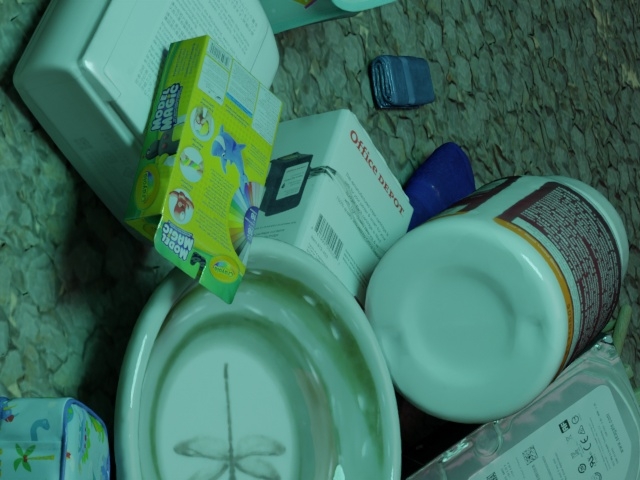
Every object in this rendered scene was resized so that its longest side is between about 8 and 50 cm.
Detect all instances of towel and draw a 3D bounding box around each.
[{"bbox_3d":[0.137,0.042,2.264,0.228,0.076,0.308,61,36,-15],"label":"towel"},{"bbox_3d":[0.101,-0.199,2.309,0.119,0.029,0.067,-7,87,-58],"label":"towel"}]

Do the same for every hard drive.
[{"bbox_3d":[0.248,0.289,2.199,0.339,0.064,0.237,-31,112,-20],"label":"hard drive"}]

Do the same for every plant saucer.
[{"bbox_3d":[-0.078,0.198,1.805,0.400,0.100,0.401,13,73,-49],"label":"plant saucer"}]

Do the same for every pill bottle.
[{"bbox_3d":[0.216,0.050,2.084,0.392,0.224,0.224,-28,105,-65],"label":"pill bottle"}]

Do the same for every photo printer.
[{"bbox_3d":[-0.157,-0.185,1.811,0.256,0.107,0.308,54,40,-36],"label":"photo printer"}]

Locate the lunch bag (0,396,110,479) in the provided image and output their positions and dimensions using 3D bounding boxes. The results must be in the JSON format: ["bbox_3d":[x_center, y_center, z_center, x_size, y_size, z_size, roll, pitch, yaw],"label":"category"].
[{"bbox_3d":[-0.232,0.248,1.543,0.176,0.090,0.219,62,28,-71],"label":"lunch bag"}]

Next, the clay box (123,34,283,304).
[{"bbox_3d":[-0.109,-0.062,1.702,0.127,0.053,0.222,40,54,-44],"label":"clay box"}]

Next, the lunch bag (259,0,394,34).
[{"bbox_3d":[0.006,-0.349,1.978,0.160,0.262,0.223,-31,108,-57],"label":"lunch bag"}]

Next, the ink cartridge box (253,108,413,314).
[{"bbox_3d":[0.000,0.000,2.017,0.172,0.100,0.237,55,39,-36],"label":"ink cartridge box"}]

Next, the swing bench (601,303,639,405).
[{"bbox_3d":[0.399,0.264,2.442,0.255,0.165,0.253,-90,157,-67],"label":"swing bench"}]

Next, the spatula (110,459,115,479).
[{"bbox_3d":[-0.181,0.339,1.691,0.084,0.030,0.296,-15,94,-58],"label":"spatula"}]
